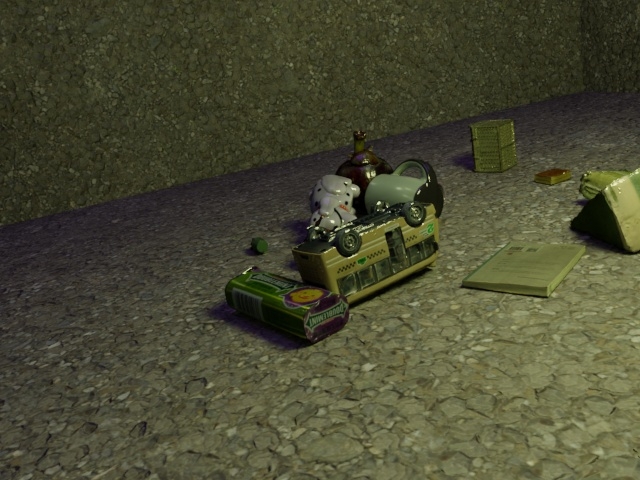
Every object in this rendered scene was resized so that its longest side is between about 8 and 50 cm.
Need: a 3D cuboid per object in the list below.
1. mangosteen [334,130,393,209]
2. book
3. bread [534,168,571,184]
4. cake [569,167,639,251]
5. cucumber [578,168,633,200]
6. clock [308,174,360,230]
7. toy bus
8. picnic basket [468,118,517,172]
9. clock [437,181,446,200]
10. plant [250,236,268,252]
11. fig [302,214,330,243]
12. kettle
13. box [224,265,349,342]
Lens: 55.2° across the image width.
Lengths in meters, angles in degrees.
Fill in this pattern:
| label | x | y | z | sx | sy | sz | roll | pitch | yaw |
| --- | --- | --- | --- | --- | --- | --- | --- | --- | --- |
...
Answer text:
| label | x | y | z | sx | sy | sz | roll | pitch | yaw |
| --- | --- | --- | --- | --- | --- | --- | --- | --- | --- |
| mangosteen | 0.162 | -0.255 | 2.242 | 0.231 | 0.289 | 0.231 | 0 | 4 | 0 |
| book | 0.502 | 0.060 | 1.498 | 0.214 | 0.025 | 0.282 | 4 | 22 | 41 |
| bread | 0.827 | -0.229 | 2.178 | 0.094 | 0.035 | 0.090 | -18 | 18 | -18 |
| cake | 0.776 | -0.050 | 1.578 | 0.158 | 0.172 | 0.283 | -26 | -14 | -4 |
| cucumber | 0.879 | -0.119 | 1.708 | 0.145 | 0.105 | 0.325 | -4 | 18 | -10 |
| clock | 0.036 | -0.084 | 2.023 | 0.188 | 0.189 | 0.254 | -7 | 31 | 11 |
| toy bus | 0.126 | 0.026 | 1.548 | 0.365 | 0.202 | 0.177 | -23 | 14 | -25 |
| picnic basket | 0.692 | -0.386 | 2.482 | 0.154 | 0.196 | 0.134 | 7 | 25 | 45 |
| clock | 0.369 | -0.164 | 2.130 | 0.152 | 0.110 | 0.050 | -25 | 19 | -34 |
| plant | -0.209 | 0.014 | 2.028 | 0.051 | 0.051 | 0.102 | -19 | 14 | -24 |
| fig | 0.001 | 0.017 | 1.776 | 0.128 | 0.150 | 0.128 | -9 | 56 | 14 |
| kettle | 0.282 | -0.157 | 1.990 | 0.161 | 0.221 | 0.236 | 6 | 6 | -35 |
| box | -0.091 | 0.145 | 1.472 | 0.134 | 0.097 | 0.345 | -24 | 22 | -33 |
